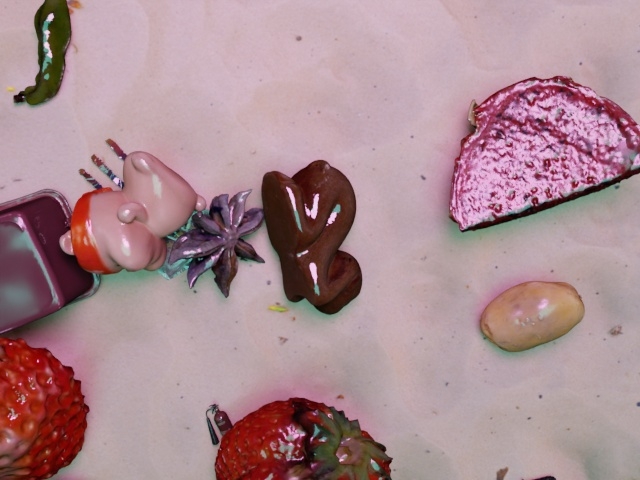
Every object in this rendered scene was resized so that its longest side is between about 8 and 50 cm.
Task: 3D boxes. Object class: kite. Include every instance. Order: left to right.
[{"bbox_3d":[-0.281,-0.054,1.019,0.141,0.015,0.245,-45,101,1],"label":"kite"}]

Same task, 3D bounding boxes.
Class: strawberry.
[{"bbox_3d":[-0.476,0.286,0.916,0.265,0.149,0.336,-25,140,3],"label":"strawberry"},{"bbox_3d":[-0.042,0.401,1.029,0.239,0.250,0.288,22,123,-42],"label":"strawberry"}]

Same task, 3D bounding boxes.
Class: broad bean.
[{"bbox_3d":[-0.414,-0.293,0.947,0.061,0.046,0.195,19,98,-12],"label":"broad bean"}]

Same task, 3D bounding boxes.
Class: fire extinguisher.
[{"bbox_3d":[-0.178,0.328,1.093,0.046,0.032,0.100,-18,104,31],"label":"fire extinguisher"}]

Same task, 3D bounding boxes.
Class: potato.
[{"bbox_3d":[0.364,0.129,1.079,0.178,0.118,0.109,-26,66,11],"label":"potato"}]

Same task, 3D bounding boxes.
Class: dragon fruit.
[{"bbox_3d":[0.343,-0.148,1.021,0.317,0.152,0.205,-18,83,10],"label":"dragon fruit"}]

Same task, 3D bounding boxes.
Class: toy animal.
[{"bbox_3d":[-0.286,-0.031,0.936,0.197,0.171,0.171,-45,101,2],"label":"toy animal"}]

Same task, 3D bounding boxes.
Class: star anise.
[{"bbox_3d":[-0.154,0.003,0.986,0.204,0.061,0.180,-48,136,-29],"label":"star anise"}]

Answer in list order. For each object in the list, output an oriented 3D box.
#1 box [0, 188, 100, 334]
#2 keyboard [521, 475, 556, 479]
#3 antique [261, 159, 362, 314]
[{"bbox_3d":[-0.506,0.054,0.935,0.294,0.167,0.193,-21,100,-3],"label":"box"},{"bbox_3d":[0.304,0.522,1.182,0.310,0.018,0.100,-11,101,-5],"label":"keyboard"},{"bbox_3d":[0.000,0.000,1.010,0.143,0.121,0.256,-18,100,-31],"label":"antique"}]
